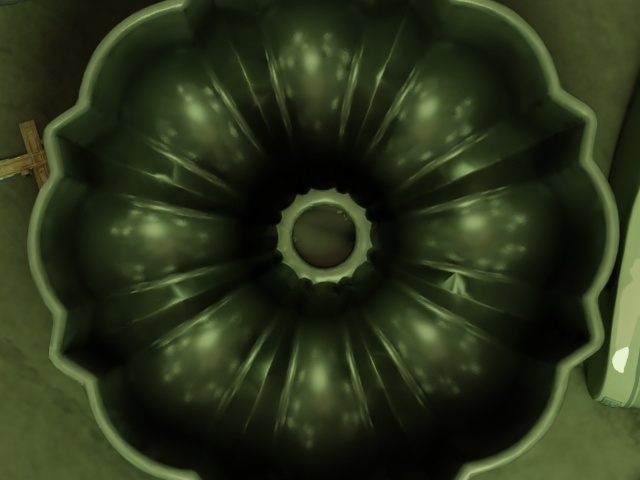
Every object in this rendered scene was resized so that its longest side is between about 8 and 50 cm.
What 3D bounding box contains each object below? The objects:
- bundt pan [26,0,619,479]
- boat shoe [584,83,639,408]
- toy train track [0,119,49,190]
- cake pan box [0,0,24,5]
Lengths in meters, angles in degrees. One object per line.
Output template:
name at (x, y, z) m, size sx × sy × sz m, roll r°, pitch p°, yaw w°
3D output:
bundt pan at (0.000, 0.000, 1.078) m, size 0.330 × 0.124 × 0.331 m, roll 0°, pitch 88°, yaw -2°
boat shoe at (0.217, -0.008, 1.113) m, size 0.081 × 0.079 × 0.227 m, roll 9°, pitch 95°, yaw -8°
toy train track at (-0.190, -0.045, 1.128) m, size 0.083 × 0.014 × 0.048 m, roll -18°, pitch 89°, yaw -1°
cake pan box at (-0.217, -0.254, 1.039) m, size 0.267 × 0.070 × 0.246 m, roll 0°, pitch 89°, yaw 38°
